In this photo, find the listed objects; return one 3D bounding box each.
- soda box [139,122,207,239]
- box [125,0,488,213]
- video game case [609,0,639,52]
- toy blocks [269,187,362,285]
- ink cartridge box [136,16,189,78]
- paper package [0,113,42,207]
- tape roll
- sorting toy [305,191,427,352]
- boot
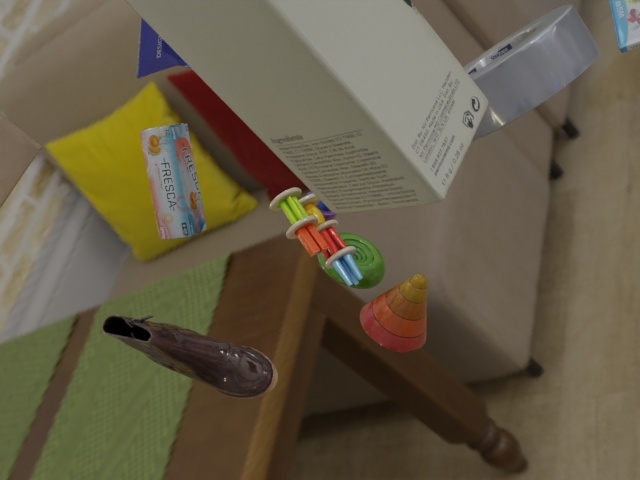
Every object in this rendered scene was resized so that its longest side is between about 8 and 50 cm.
[{"bbox_3d":[-0.239,-0.096,1.634,0.063,0.183,0.058,-6,10,22],"label":"soda box"},{"bbox_3d":[-0.021,-0.137,0.622,0.113,0.275,0.094,-3,50,47],"label":"box"},{"bbox_3d":[0.446,-0.312,1.252,0.166,0.015,0.119,-17,61,27],"label":"video game case"},{"bbox_3d":[0.000,0.000,1.456,0.054,0.123,0.148,-39,72,17],"label":"toy blocks"},{"bbox_3d":[-0.081,-0.352,1.160,0.072,0.303,0.307,24,34,19],"label":"ink cartridge box"},{"bbox_3d":[-0.634,-0.108,1.490,0.168,0.309,0.324,19,72,37],"label":"paper package"},{"bbox_3d":[0.249,-0.215,1.302,0.219,0.072,0.219,-34,8,6],"label":"tape roll"},{"bbox_3d":[0.085,0.016,1.725,0.365,0.127,0.126,56,137,32],"label":"sorting toy"},{"bbox_3d":[-0.215,0.190,1.653,0.249,0.207,0.090,13,81,34],"label":"boot"}]
